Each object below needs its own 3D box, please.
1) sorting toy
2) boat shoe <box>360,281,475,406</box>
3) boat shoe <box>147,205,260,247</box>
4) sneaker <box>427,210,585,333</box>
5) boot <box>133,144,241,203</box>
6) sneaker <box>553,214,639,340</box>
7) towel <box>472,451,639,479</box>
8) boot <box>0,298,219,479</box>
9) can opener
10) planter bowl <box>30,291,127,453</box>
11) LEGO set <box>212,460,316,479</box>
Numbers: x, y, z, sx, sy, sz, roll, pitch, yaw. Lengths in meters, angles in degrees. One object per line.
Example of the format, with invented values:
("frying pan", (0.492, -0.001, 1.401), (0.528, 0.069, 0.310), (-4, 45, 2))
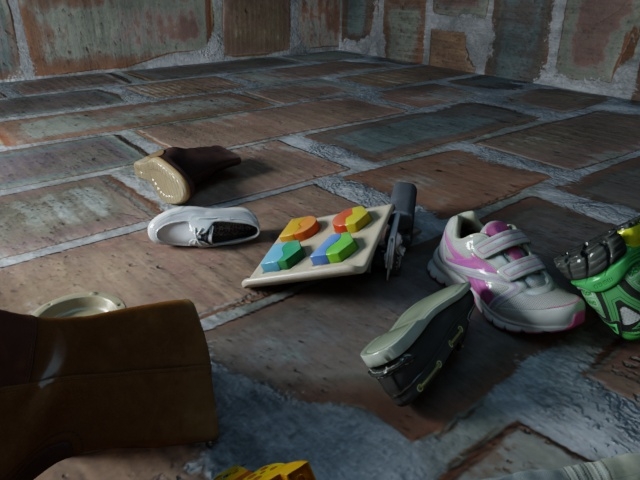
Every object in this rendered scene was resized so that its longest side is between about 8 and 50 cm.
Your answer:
("sorting toy", (0.000, 0.000, 0.824), (0.193, 0.038, 0.208), (-10, 24, 28))
("boat shoe", (0.130, 0.114, 0.650), (0.081, 0.069, 0.228), (-30, -3, 41))
("boat shoe", (-0.191, -0.016, 0.915), (0.184, 0.066, 0.063), (0, 24, -24))
("sneaker", (0.248, 0.036, 0.754), (0.103, 0.111, 0.252), (-16, 31, -30))
("boot", (-0.258, -0.157, 1.155), (0.207, 0.090, 0.248), (-19, 29, -31))
("sneaker", (0.432, 0.049, 0.751), (0.343, 0.146, 0.134), (-14, -17, -47))
("towel", (0.206, 0.273, 0.341), (0.312, 0.056, 0.324), (-6, 26, -14))
("boot", (-0.210, 0.179, 0.448), (0.096, 0.264, 0.280), (-30, -24, 35))
("can opener", (0.108, -0.027, 0.920), (0.095, 0.076, 0.283), (6, 26, 9))
("planter bowl", (-0.246, 0.122, 0.573), (0.162, 0.109, 0.162), (0, 26, 0))
("LEGO set", (-0.066, 0.214, 0.394), (0.227, 0.087, 0.093), (-19, -4, -28))
